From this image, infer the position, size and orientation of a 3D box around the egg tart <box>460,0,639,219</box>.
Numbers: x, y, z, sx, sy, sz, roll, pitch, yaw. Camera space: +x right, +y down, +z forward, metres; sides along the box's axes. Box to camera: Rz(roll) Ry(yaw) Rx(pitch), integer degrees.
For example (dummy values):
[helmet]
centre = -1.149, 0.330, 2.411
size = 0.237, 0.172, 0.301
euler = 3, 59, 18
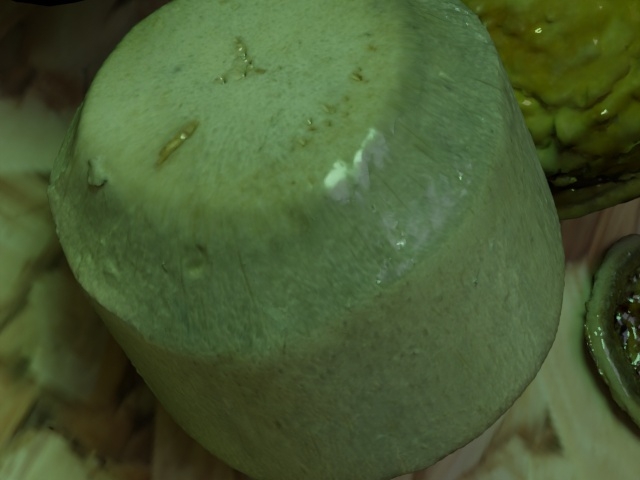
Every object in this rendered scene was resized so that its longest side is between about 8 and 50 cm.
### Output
[egg tart]
centre = 0.122, -0.133, 0.855
size = 0.291, 0.291, 0.107
euler = 47, 26, -8

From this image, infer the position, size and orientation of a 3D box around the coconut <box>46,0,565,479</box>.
[coconut]
centre = 0.000, 0.000, 0.772
size = 0.266, 0.237, 0.237
euler = 56, 48, -49

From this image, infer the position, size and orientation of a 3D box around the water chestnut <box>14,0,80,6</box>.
[water chestnut]
centre = -0.107, -0.287, 0.741
size = 0.335, 0.347, 0.335
euler = 6, 71, -16

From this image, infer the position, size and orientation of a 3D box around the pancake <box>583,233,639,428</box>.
[pancake]
centre = 0.229, 0.066, 0.990
size = 0.152, 0.025, 0.151
euler = 9, 72, -27
